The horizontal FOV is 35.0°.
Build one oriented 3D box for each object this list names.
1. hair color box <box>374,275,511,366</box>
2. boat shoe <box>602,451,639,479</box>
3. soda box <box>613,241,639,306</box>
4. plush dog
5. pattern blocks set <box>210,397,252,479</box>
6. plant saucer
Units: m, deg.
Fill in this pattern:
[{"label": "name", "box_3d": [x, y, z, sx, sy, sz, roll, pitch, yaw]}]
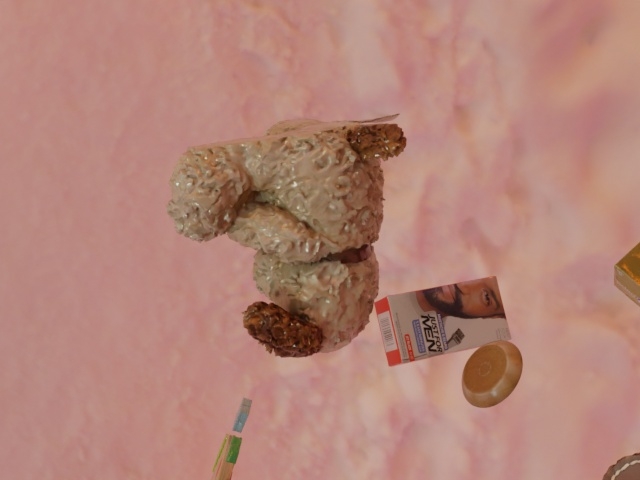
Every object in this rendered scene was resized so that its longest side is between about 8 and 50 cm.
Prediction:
[{"label": "hair color box", "box_3d": [0.166, 0.109, 1.376, 0.167, 0.053, 0.093, -10, 81, -21]}, {"label": "boat shoe", "box_3d": [0.237, 0.249, 0.623, 0.096, 0.324, 0.116, 32, 118, -25]}, {"label": "soda box", "box_3d": [0.413, -0.002, 1.131, 0.181, 0.061, 0.058, -41, 150, -8]}, {"label": "plush dog", "box_3d": [0.000, 0.000, 1.012, 0.262, 0.210, 0.225, -28, 114, -59]}, {"label": "pattern blocks set", "box_3d": [-0.187, 0.450, 1.790, 0.026, 0.325, 0.285, 20, 35, -5]}, {"label": "plant saucer", "box_3d": [0.188, 0.146, 1.137, 0.015, 0.083, 0.083, 36, 72, -32]}]
